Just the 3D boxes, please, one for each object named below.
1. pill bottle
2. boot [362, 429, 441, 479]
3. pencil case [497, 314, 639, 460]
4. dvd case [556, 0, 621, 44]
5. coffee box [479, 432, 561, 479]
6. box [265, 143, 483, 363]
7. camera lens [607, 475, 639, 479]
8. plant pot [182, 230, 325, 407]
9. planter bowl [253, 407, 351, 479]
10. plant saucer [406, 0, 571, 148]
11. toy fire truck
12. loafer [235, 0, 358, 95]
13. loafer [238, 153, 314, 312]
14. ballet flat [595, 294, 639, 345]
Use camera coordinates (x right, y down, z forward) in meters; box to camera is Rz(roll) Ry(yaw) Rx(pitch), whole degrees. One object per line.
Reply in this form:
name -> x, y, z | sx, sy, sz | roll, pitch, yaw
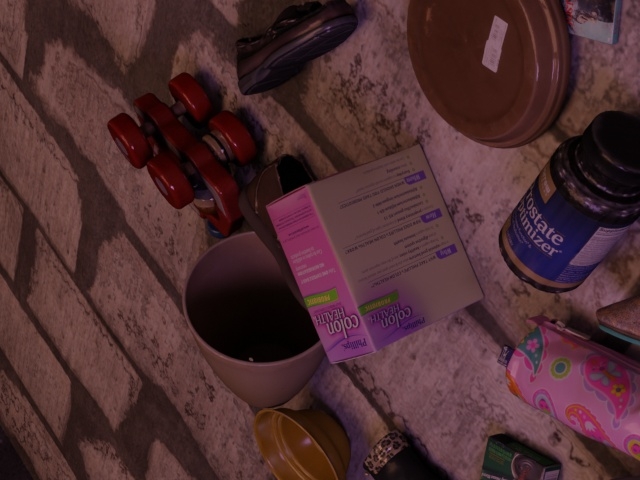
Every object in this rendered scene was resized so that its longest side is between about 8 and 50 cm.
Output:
pill bottle -> 0.307, -0.045, 1.329 | 0.123, 0.123, 0.219 | 52, 143, 21
boot -> 0.136, 0.439, 1.861 | 0.178, 0.085, 0.236 | 49, 135, 29
pencil case -> 0.360, 0.189, 1.391 | 0.284, 0.124, 0.124 | 26, 128, 46
dvd case -> 0.296, -0.281, 1.312 | 0.119, 0.013, 0.087 | 30, 131, 44
coffee box -> 0.275, 0.386, 1.635 | 0.113, 0.040, 0.184 | 25, 110, 46
box -> 0.077, 0.017, 1.593 | 0.117, 0.213, 0.243 | -25, 88, 55
camera lens -> 0.403, 0.456, 1.387 | 0.219, 0.219, 0.274 | 6, 113, 52
plant pot -> -0.092, 0.163, 1.912 | 0.256, 0.256, 0.274 | 48, 157, 27
planter bowl -> -0.012, 0.365, 2.000 | 0.217, 0.090, 0.217 | 33, 142, 31
plant saucer -> 0.198, -0.246, 1.427 | 0.278, 0.041, 0.278 | 33, 134, 43
toy fire truck -> -0.223, -0.126, 1.997 | 0.302, 0.169, 0.254 | 44, 163, 31
loafer -> -0.053, -0.305, 1.695 | 0.302, 0.109, 0.095 | -24, 84, 58
loafer -> 0.000, 0.000, 1.757 | 0.366, 0.134, 0.130 | 47, 129, 28
ballet flat -> 0.453, 0.095, 1.249 | 0.316, 0.107, 0.106 | 22, 105, 40
